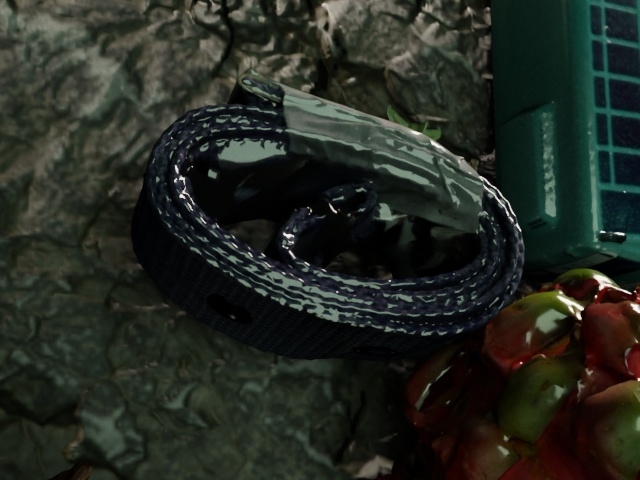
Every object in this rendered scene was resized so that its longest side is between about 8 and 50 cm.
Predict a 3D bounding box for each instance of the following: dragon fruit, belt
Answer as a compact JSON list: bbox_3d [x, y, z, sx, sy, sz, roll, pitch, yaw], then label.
[{"bbox_3d":[0.169,0.147,0.572,0.237,0.303,0.231,60,25,-19],"label":"dragon fruit"},{"bbox_3d":[0.000,0.000,0.568,0.231,0.126,0.139,15,66,-11],"label":"belt"}]

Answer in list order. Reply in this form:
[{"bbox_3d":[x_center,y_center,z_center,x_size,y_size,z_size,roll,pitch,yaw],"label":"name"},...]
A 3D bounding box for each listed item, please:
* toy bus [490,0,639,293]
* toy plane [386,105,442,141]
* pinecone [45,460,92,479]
[{"bbox_3d":[0.209,-0.090,0.694,0.147,0.128,0.255,5,78,-22],"label":"toy bus"},{"bbox_3d":[0.058,-0.041,0.664,0.102,0.040,0.111,21,75,-19],"label":"toy plane"},{"bbox_3d":[-0.170,0.222,0.451,0.186,0.168,0.212,-20,104,4],"label":"pinecone"}]
